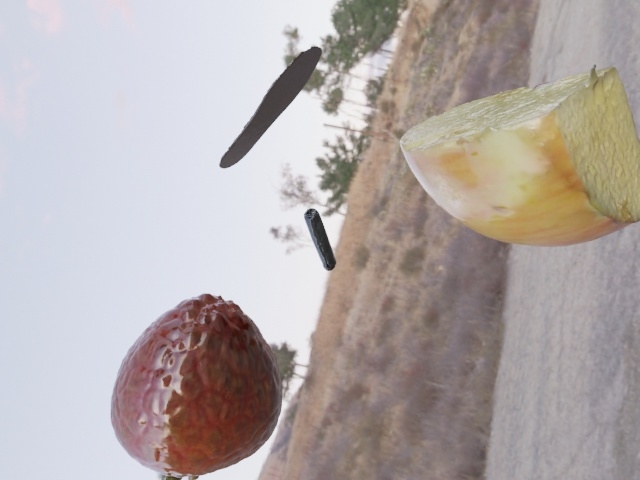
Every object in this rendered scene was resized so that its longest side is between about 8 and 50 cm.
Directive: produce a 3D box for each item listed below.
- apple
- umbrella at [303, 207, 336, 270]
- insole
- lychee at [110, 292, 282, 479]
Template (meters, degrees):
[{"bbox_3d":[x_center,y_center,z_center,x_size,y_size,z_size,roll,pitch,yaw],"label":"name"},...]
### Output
[{"bbox_3d":[0.279,-0.117,0.924,0.314,0.309,0.252,23,-109,-34],"label":"apple"},{"bbox_3d":[0.000,0.001,1.173,0.036,0.031,0.133,-57,-44,-42],"label":"umbrella"},{"bbox_3d":[-0.100,-0.253,1.256,0.328,0.007,0.111,-46,-16,29],"label":"insole"},{"bbox_3d":[-0.177,0.220,0.915,0.300,0.255,0.255,-64,-8,17],"label":"lychee"}]
